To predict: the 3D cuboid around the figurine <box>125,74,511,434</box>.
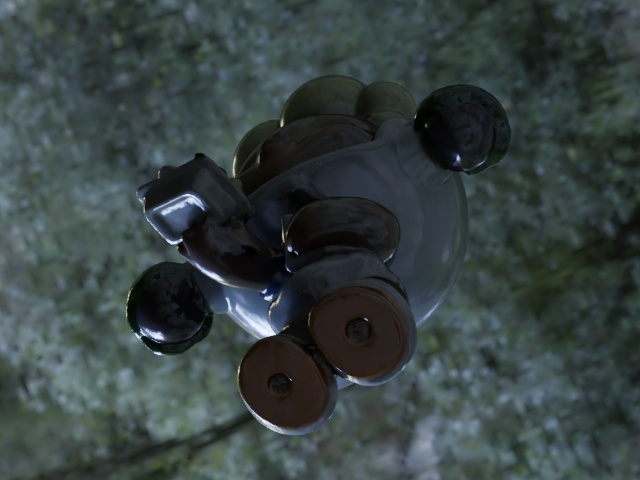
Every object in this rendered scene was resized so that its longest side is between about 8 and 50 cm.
[{"bbox_3d":[-0.001,-0.001,0.628,0.093,0.147,0.197,59,-170,-3],"label":"figurine"}]
